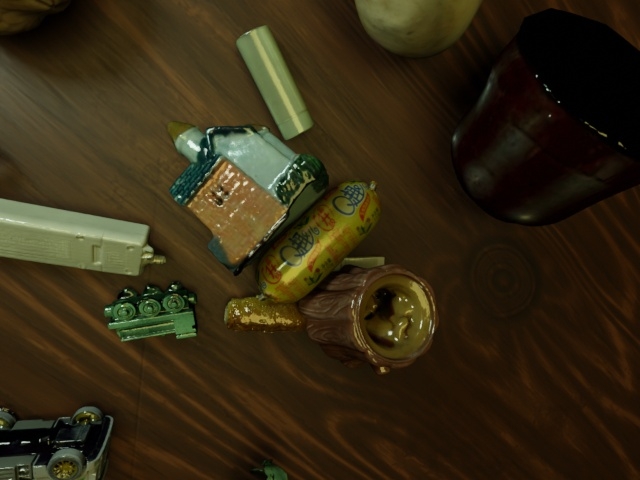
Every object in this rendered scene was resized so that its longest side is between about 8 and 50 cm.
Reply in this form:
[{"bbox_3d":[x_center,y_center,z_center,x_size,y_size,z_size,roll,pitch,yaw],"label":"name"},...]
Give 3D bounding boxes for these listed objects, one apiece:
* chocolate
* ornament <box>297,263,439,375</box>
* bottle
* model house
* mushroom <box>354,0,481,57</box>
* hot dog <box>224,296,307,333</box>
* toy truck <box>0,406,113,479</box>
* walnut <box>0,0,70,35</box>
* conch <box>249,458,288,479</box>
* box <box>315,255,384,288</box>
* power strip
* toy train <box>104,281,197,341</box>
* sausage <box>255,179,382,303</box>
[{"bbox_3d":[0.455,-0.198,0.826,0.383,0.331,0.384,7,59,-11],"label":"chocolate"},{"bbox_3d":[0.094,0.149,0.792,0.235,0.217,0.221,7,80,-18],"label":"ornament"},{"bbox_3d":[-0.085,-0.301,0.795,0.072,0.072,0.201,-29,106,-9],"label":"bottle"},{"bbox_3d":[-0.161,-0.123,0.770,0.291,0.184,0.253,43,93,-4],"label":"model house"},{"bbox_3d":[0.167,-0.512,0.696,0.353,0.325,0.353,-4,125,-6],"label":"mushroom"},{"bbox_3d":[-0.060,0.164,0.886,0.289,0.068,0.083,3,92,-15],"label":"hot dog"},{"bbox_3d":[-0.585,0.418,0.746,0.367,0.146,0.175,2,106,-13],"label":"toy truck"},{"bbox_3d":[-0.488,-0.458,0.561,0.277,0.252,0.313,-41,107,-7],"label":"walnut"},{"bbox_3d":[-0.125,0.555,0.880,0.137,0.143,0.250,25,118,24],"label":"conch"},{"bbox_3d":[0.063,0.081,0.926,0.167,0.024,0.090,-1,99,-15],"label":"box"},{"bbox_3d":[-0.451,-0.001,0.733,0.338,0.058,0.098,12,128,-17],"label":"power strip"},{"bbox_3d":[-0.329,0.147,0.808,0.170,0.071,0.111,-7,108,-14],"label":"toy train"},{"bbox_3d":[0.000,0.000,0.836,0.347,0.123,0.123,-45,108,-10],"label":"sausage"}]
